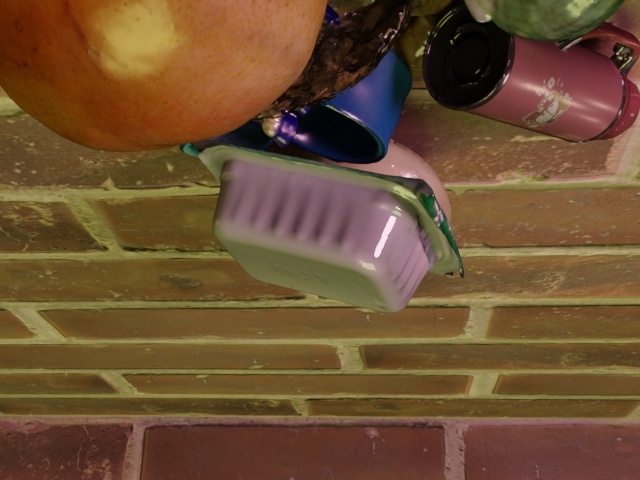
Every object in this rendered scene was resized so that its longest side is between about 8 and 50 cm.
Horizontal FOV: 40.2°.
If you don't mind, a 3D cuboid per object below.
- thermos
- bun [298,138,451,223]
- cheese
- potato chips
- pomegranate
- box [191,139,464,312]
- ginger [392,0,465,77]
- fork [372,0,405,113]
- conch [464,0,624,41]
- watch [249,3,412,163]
[{"bbox_3d":[0.265,-0.186,0.984,0.330,0.136,0.109,5,-162,-44],"label":"thermos"},{"bbox_3d":[0.074,-0.077,1.201,0.229,0.145,0.229,14,151,8],"label":"bun"},{"bbox_3d":[-0.080,-0.153,1.180,0.256,0.037,0.106,-16,153,26],"label":"cheese"},{"bbox_3d":[-0.011,-0.198,0.858,0.219,0.202,0.029,-3,144,30],"label":"potato chips"},{"bbox_3d":[-0.143,-0.219,0.750,0.319,0.319,0.319,1,155,1],"label":"pomegranate"},{"bbox_3d":[0.000,0.000,1.115,0.336,0.106,0.264,12,157,24],"label":"box"},{"bbox_3d":[0.106,-0.252,0.926,0.132,0.059,0.214,3,153,-19],"label":"ginger"},{"bbox_3d":[0.074,-0.215,1.040,0.028,0.034,0.219,-11,154,7],"label":"fork"},{"bbox_3d":[0.177,-0.270,0.768,0.220,0.196,0.277,-20,172,42],"label":"conch"},{"bbox_3d":[-0.007,-0.167,0.996,0.200,0.171,0.196,30,173,-40],"label":"watch"}]
